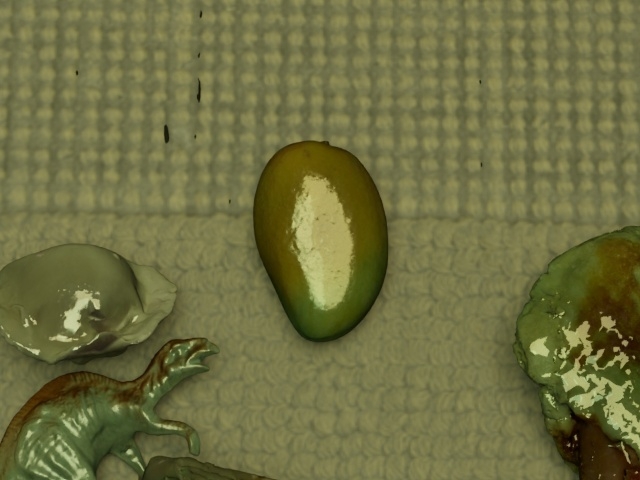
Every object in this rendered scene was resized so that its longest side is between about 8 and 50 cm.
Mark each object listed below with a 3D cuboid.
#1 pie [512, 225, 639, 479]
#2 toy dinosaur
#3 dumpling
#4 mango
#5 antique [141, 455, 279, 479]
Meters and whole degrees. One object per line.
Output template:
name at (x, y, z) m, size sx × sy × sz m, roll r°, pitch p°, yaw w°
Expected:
pie at (0.314, 0.123, 1.895) m, size 0.257 × 0.105 × 0.274 m, roll -20°, pitch 80°, yaw -24°
toy dinosaur at (-0.251, 0.236, 1.823) m, size 0.393 × 0.092 × 0.205 m, roll -20°, pitch 79°, yaw -8°
dumpling at (-0.224, 0.069, 1.850) m, size 0.188 × 0.108 × 0.127 m, roll 0°, pitch 44°, yaw -13°
mango at (0.000, 0.000, 1.901) m, size 0.130 × 0.092 × 0.194 m, roll 2°, pitch 80°, yaw -5°
antique at (-0.122, 0.338, 1.731) m, size 0.150 × 0.125 × 0.284 m, roll 19°, pitch 109°, yaw -25°
